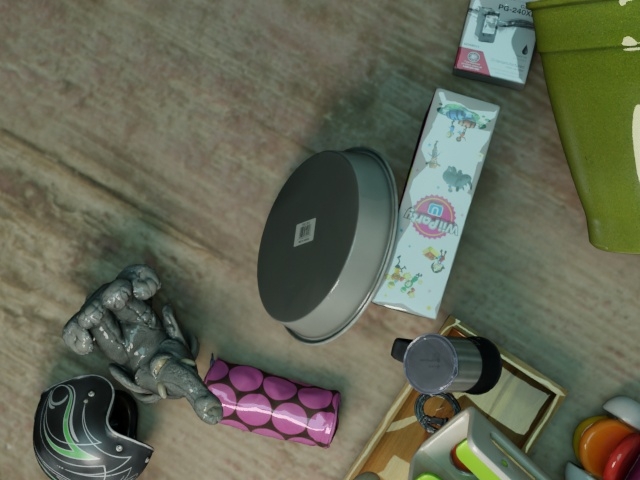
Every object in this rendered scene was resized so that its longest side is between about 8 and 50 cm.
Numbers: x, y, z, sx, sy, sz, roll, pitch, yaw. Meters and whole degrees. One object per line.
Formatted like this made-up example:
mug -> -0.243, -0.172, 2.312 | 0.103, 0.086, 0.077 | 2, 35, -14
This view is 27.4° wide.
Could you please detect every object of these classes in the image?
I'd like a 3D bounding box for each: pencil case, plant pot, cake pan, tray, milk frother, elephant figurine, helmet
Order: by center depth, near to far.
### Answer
plant pot -> 0.480, -0.169, 1.799 | 0.367, 0.366, 0.352 | -5, 98, 4
milk frother -> 0.165, 0.201, 1.810 | 0.129, 0.135, 0.143 | -4, 82, 35
cake pan -> 0.000, 0.000, 1.842 | 0.054, 0.293, 0.293 | 19, 88, -30
elephant figurine -> -0.244, 0.167, 1.892 | 0.169, 0.186, 0.239 | -38, 100, 30
helmet -> -0.331, 0.288, 1.903 | 0.169, 0.169, 0.161 | -15, 70, 3
tray -> 0.162, 0.335, 1.907 | 0.203, 0.076, 0.411 | 33, 89, 6
pencil case -> -0.072, 0.236, 1.926 | 0.209, 0.098, 0.095 | 17, 128, 4

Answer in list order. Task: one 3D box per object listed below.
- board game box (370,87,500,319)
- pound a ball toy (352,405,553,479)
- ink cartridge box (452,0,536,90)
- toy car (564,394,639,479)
board game box -> 0.157, -0.044, 1.854 | 0.098, 0.224, 0.303 | 16, 87, 3
pound a ball toy -> 0.216, 0.372, 1.809 | 0.319, 0.135, 0.208 | 42, 113, -9
ink cartridge box -> 0.266, -0.310, 1.942 | 0.109, 0.063, 0.150 | 13, 88, 5
toy car -> 0.444, 0.317, 1.854 | 0.182, 0.136, 0.159 | 31, 89, 5
